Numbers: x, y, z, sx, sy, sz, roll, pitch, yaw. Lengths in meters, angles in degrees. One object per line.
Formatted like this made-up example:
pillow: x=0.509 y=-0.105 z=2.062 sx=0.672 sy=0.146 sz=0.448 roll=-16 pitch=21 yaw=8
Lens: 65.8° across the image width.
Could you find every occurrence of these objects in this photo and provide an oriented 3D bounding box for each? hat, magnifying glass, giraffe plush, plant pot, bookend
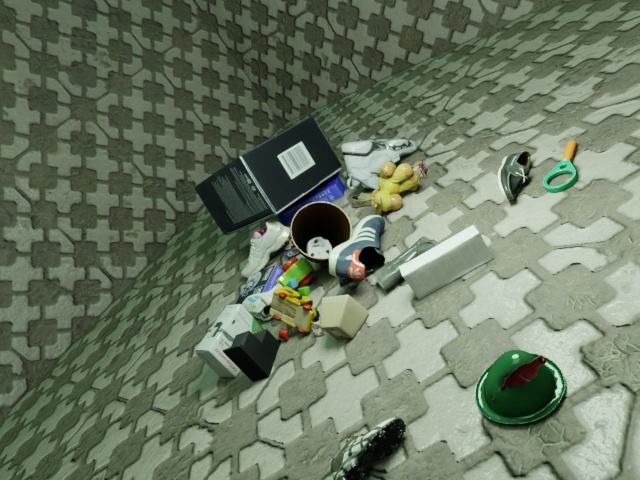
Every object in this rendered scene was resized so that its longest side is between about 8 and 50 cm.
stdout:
hat: x=0.364 y=0.234 z=0.965 sx=0.209 sy=0.183 sz=0.173 roll=-18 pitch=30 yaw=36
magnifying glass: x=0.730 y=-0.223 z=1.480 sx=0.092 sy=0.026 sz=0.231 roll=-9 pitch=36 yaw=47
giraffe plush: x=0.266 y=-0.189 z=1.909 sx=0.210 sy=0.181 sz=0.170 roll=1 pitch=65 yaw=39
plant pot: x=0.000 y=0.000 z=1.829 sx=0.215 sy=0.215 sz=0.230 roll=-44 pitch=-13 yaw=-15
plant pot: x=0.063 y=0.235 z=1.481 sx=0.109 sy=0.109 sz=0.096 roll=-14 pitch=46 yaw=42
bookend: x=-0.217 y=0.340 z=1.595 sx=0.072 sy=0.157 sz=0.156 roll=-24 pitch=28 yaw=27

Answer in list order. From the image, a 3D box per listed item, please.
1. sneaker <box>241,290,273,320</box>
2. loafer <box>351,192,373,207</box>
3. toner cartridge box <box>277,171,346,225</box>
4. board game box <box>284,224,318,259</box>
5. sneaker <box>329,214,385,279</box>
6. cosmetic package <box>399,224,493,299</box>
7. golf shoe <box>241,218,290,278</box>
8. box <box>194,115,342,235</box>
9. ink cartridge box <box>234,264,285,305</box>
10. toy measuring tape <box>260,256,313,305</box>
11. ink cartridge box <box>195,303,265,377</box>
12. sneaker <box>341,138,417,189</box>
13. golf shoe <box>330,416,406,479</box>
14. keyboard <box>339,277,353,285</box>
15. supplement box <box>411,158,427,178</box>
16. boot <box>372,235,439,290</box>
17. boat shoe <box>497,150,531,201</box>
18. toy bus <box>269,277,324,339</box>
sneaker: x=-0.222 y=0.252 z=1.846 sx=0.229 sy=0.087 sz=0.092 roll=-24 pitch=29 yaw=32
loafer: x=0.187 y=-0.177 z=2.098 sx=0.148 sy=0.050 sz=0.056 roll=-15 pitch=32 yaw=40
toner cartridge box: x=-0.043 y=-0.209 z=2.436 sx=0.348 sy=0.075 sz=0.165 roll=-26 pitch=25 yaw=24
board game box: x=-0.077 y=-0.028 z=2.199 sx=0.165 sy=0.042 sz=0.243 roll=-30 pitch=25 yaw=16
sneaker: x=0.170 y=0.030 z=1.688 sx=0.148 sy=0.131 sz=0.350 roll=14 pitch=38 yaw=28
cosmetic package: x=0.352 y=0.062 z=1.394 sx=0.239 sy=0.098 sz=0.060 roll=-31 pitch=25 yaw=12
golf shoe: x=-0.270 y=0.032 z=2.194 sx=0.306 sy=0.140 sz=0.115 roll=-50 pitch=22 yaw=7
box: x=-0.246 y=-0.295 z=2.324 sx=0.480 sy=0.297 sz=0.472 roll=-39 pitch=12 yaw=-37
ink cartridge box: x=-0.237 y=0.190 z=2.027 sx=0.208 sy=0.045 sz=0.206 roll=-21 pitch=28 yaw=29
toy measuring tape: x=-0.105 y=0.135 z=1.792 sx=0.122 sy=0.121 sz=0.330 roll=-25 pitch=5 yaw=26
ink cartridge box: x=-0.310 y=0.348 z=1.714 sx=0.087 sy=0.153 sz=0.208 roll=-12 pitch=36 yaw=42
sneaker: x=0.264 y=-0.339 z=2.193 sx=0.366 sy=0.210 sz=0.137 roll=-9 pitch=15 yaw=-23
golf shoe: x=0.096 y=0.447 z=1.082 sx=0.198 sy=0.077 sz=0.094 roll=-40 pitch=24 yaw=-8
keyboard: x=0.109 y=0.087 z=1.771 sx=0.108 sy=0.023 sz=0.180 roll=-30 pitch=26 yaw=16
supplement box: x=0.400 y=-0.284 z=2.011 sx=0.055 sy=0.043 sz=0.083 roll=-23 pitch=27 yaw=32
boot: x=0.267 y=0.076 z=1.512 sx=0.209 sy=0.076 sz=0.189 roll=-32 pitch=10 yaw=-4
boat shoe: x=0.607 y=-0.206 z=1.544 sx=0.079 sy=0.084 sz=0.233 roll=-16 pitch=29 yaw=40
toy bus: x=-0.069 y=0.230 z=1.647 sx=0.191 sy=0.202 sz=0.104 roll=-29 pitch=-6 yaw=34
